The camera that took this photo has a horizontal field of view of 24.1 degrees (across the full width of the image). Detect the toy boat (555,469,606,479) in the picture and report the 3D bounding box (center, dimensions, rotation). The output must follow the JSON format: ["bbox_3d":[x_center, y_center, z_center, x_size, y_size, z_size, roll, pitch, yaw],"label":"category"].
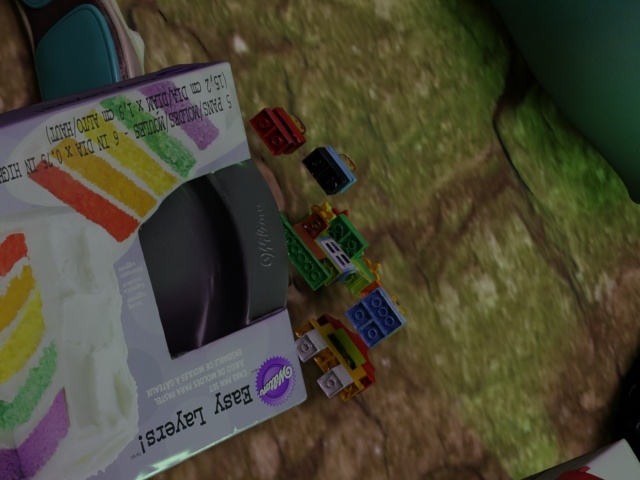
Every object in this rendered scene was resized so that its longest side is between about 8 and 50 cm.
[{"bbox_3d":[0.211,0.295,0.966,0.267,0.148,0.318,-30,130,-30],"label":"toy boat"}]

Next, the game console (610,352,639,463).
[{"bbox_3d":[0.390,0.228,1.278,0.361,0.044,0.213,43,55,-12],"label":"game console"}]

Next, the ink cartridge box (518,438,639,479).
[{"bbox_3d":[0.162,0.203,1.085,0.099,0.135,0.056,-25,83,-37],"label":"ink cartridge box"}]

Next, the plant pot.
[{"bbox_3d":[0.297,-0.178,1.252,0.272,0.272,0.255,-31,98,-37],"label":"plant pot"}]

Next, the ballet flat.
[{"bbox_3d":[-0.167,-0.159,1.056,0.086,0.086,0.248,-16,80,-36],"label":"ballet flat"}]

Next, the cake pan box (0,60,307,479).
[{"bbox_3d":[-0.141,0.032,0.952,0.267,0.070,0.245,-21,107,-36],"label":"cake pan box"}]

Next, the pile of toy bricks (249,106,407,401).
[{"bbox_3d":[0.000,0.000,1.093,0.212,0.118,0.105,54,20,8],"label":"pile of toy bricks"}]
